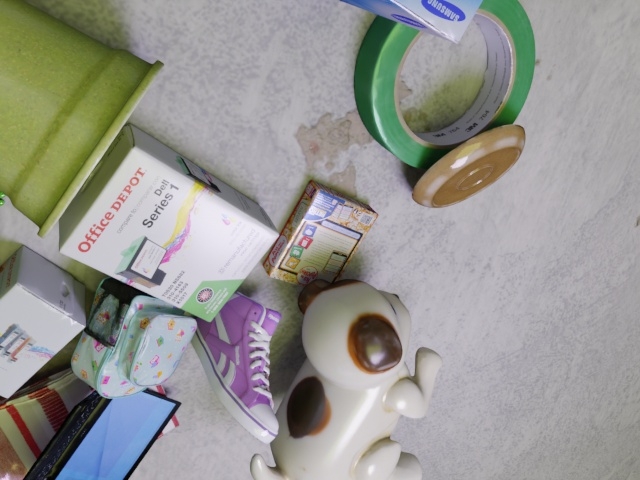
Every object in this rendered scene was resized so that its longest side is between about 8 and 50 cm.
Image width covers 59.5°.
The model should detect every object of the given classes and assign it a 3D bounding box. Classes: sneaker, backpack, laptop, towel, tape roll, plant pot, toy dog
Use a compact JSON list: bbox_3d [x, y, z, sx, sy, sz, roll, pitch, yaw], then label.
[{"bbox_3d":[-0.120,0.204,0.989,0.161,0.282,0.102,-37,147,-2],"label":"sneaker"},{"bbox_3d":[-0.312,0.171,0.934,0.188,0.144,0.166,-59,158,3],"label":"backpack"},{"bbox_3d":[-0.388,0.377,0.972,0.136,0.264,0.234,35,88,-3],"label":"laptop"},{"bbox_3d":[-0.446,0.344,1.027,0.329,0.037,0.237,-25,120,-21],"label":"towel"},{"bbox_3d":[0.220,-0.285,0.981,0.321,0.077,0.321,-11,121,-18],"label":"tape roll"},{"bbox_3d":[-0.380,-0.184,0.690,0.254,0.276,0.276,34,101,-22],"label":"plant pot"},{"bbox_3d":[0.042,0.262,1.080,0.395,0.284,0.408,-4,118,-28],"label":"toy dog"},{"bbox_3d":[0.282,-0.127,1.044,0.236,0.032,0.236,-23,160,-9],"label":"plant pot"}]

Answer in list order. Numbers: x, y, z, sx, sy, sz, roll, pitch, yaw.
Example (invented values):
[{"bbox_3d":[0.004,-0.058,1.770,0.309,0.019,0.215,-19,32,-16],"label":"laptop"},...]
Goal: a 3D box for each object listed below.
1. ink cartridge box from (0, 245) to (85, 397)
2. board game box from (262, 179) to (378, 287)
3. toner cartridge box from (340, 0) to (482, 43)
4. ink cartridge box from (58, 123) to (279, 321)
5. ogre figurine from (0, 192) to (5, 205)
[{"bbox_3d":[-0.478,0.125,0.879,0.176,0.128,0.127,-42,125,2],"label":"ink cartridge box"},{"bbox_3d":[0.000,0.000,1.066,0.147,0.045,0.193,22,107,-32],"label":"board game box"},{"bbox_3d":[0.044,-0.350,0.702,0.165,0.348,0.075,18,111,-30],"label":"toner cartridge box"},{"bbox_3d":[-0.243,-0.021,0.905,0.278,0.117,0.201,33,101,-33],"label":"ink cartridge box"},{"bbox_3d":[-0.517,-0.026,0.783,0.197,0.118,0.097,-25,125,-8],"label":"ogre figurine"}]
